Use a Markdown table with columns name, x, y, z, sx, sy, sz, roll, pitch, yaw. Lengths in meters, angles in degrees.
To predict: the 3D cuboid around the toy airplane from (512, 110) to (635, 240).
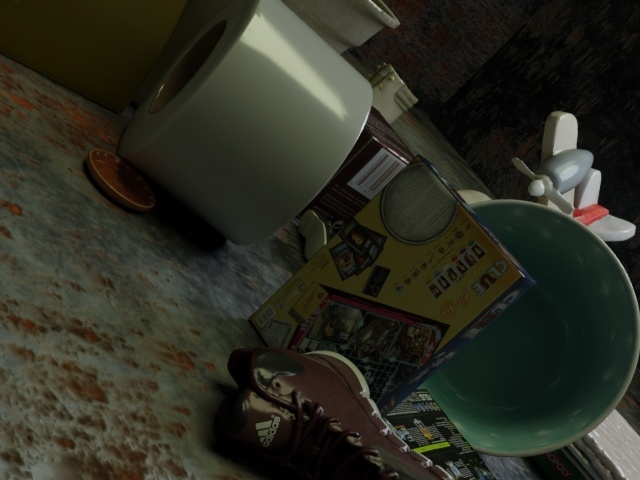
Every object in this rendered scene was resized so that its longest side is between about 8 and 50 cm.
| name | x | y | z | sx | sy | sz | roll | pitch | yaw |
| --- | --- | --- | --- | --- | --- | --- | --- | --- | --- |
| toy airplane | 0.399 | 0.018 | 1.639 | 0.386 | 0.384 | 0.272 | 37 | 7 | -33 |

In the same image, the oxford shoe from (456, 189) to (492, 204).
| name | x | y | z | sx | sy | sz | roll | pitch | yaw |
| --- | --- | --- | --- | --- | --- | --- | --- | --- | --- |
| oxford shoe | 0.168 | -0.022 | 1.343 | 0.140 | 0.146 | 0.397 | 35 | 33 | 20 |

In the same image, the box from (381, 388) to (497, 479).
| name | x | y | z | sx | sy | sz | roll | pitch | yaw |
| --- | --- | --- | --- | --- | --- | --- | --- | --- | --- |
| box | 0.122 | 0.239 | 0.980 | 0.184 | 0.045 | 0.191 | 54 | 16 | 21 |

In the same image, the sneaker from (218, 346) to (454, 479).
| name | x | y | z | sx | sy | sz | roll | pitch | yaw |
| --- | --- | --- | --- | --- | --- | --- | --- | --- | --- |
| sneaker | 0.002 | 0.182 | 0.738 | 0.163 | 0.106 | 0.281 | 23 | 15 | -43 |

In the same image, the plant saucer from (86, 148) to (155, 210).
| name | x | y | z | sx | sy | sz | roll | pitch | yaw |
| --- | --- | --- | --- | --- | --- | --- | --- | --- | --- |
| plant saucer | -0.206 | -0.060 | 0.957 | 0.083 | 0.013 | 0.083 | 40 | 16 | -14 |

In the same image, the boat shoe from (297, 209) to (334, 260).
| name | x | y | z | sx | sy | sz | roll | pitch | yaw |
| --- | --- | --- | --- | --- | --- | --- | --- | --- | --- |
| boat shoe | 0.001 | -0.001 | 1.280 | 0.042 | 0.049 | 0.133 | 31 | 15 | -19 |

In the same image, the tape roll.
| name | x | y | z | sx | sy | sz | roll | pitch | yaw |
| --- | --- | --- | --- | --- | --- | --- | --- | --- | --- |
| tape roll | -0.085 | -0.139 | 1.042 | 0.169 | 0.246 | 0.246 | 38 | 16 | -23 |

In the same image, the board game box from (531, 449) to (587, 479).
| name | x | y | z | sx | sy | sz | roll | pitch | yaw |
| --- | --- | --- | --- | --- | --- | --- | --- | --- | --- |
| board game box | 0.425 | 0.376 | 1.413 | 0.317 | 0.046 | 0.213 | 48 | 16 | 10 |

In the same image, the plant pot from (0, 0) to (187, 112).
| name | x | y | z | sx | sy | sz | roll | pitch | yaw |
| --- | --- | --- | --- | --- | --- | --- | --- | --- | --- |
| plant pot | -0.271 | -0.313 | 1.076 | 0.212 | 0.187 | 0.212 | 26 | 32 | -50 |

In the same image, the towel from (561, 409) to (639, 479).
| name | x | y | z | sx | sy | sz | roll | pitch | yaw |
| --- | --- | --- | --- | --- | --- | --- | --- | --- | --- |
| towel | 0.417 | 0.289 | 1.433 | 0.317 | 0.053 | 0.331 | 23 | 26 | -53 |

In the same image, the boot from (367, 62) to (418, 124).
| name | x | y | z | sx | sy | sz | roll | pitch | yaw |
| --- | --- | --- | --- | --- | --- | --- | --- | --- | --- |
| boot | 0.062 | -0.294 | 1.910 | 0.262 | 0.203 | 0.095 | 35 | 17 | -37 |

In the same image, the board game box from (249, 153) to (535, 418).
| name | x | y | z | sx | sy | sz | roll | pitch | yaw |
| --- | --- | --- | --- | --- | --- | --- | --- | --- | --- |
| board game box | 0.063 | 0.059 | 0.909 | 0.165 | 0.243 | 0.042 | 54 | 16 | 27 |

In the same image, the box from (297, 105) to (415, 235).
| name | x | y | z | sx | sy | sz | roll | pitch | yaw |
| --- | --- | --- | --- | --- | --- | --- | --- | --- | --- |
| box | 0.032 | -0.125 | 1.461 | 0.168 | 0.167 | 0.203 | 29 | 21 | -44 |

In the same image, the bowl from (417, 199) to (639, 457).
| name | x | y | z | sx | sy | sz | roll | pitch | yaw |
| --- | --- | --- | --- | --- | --- | --- | --- | --- | --- |
| bowl | 0.233 | 0.118 | 1.188 | 0.311 | 0.311 | 0.163 | 49 | -3 | 15 |

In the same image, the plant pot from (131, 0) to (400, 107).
| name | x | y | z | sx | sy | sz | roll | pitch | yaw |
| --- | --- | --- | --- | --- | --- | --- | --- | --- | --- |
| plant pot | -0.119 | -0.298 | 1.252 | 0.334 | 0.305 | 0.334 | 42 | 16 | -15 |
